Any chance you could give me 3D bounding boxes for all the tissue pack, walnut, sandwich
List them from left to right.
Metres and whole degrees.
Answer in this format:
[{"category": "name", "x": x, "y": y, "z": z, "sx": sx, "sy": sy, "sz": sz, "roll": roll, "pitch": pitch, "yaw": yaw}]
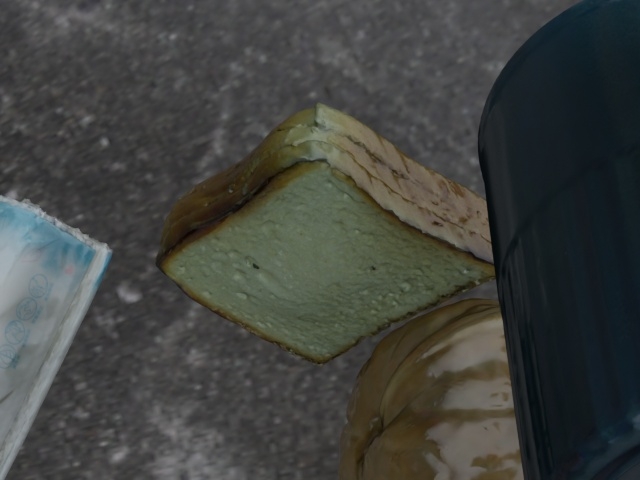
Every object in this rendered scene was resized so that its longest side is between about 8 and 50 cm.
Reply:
[{"category": "tissue pack", "x": -0.320, "y": 0.090, "z": 1.360, "sx": 0.124, "sy": 0.201, "sz": 0.271, "roll": 33, "pitch": 76, "yaw": -42}, {"category": "sandwich", "x": 0.000, "y": 0.000, "z": 1.676, "sx": 0.271, "sy": 0.301, "sz": 0.099, "roll": 34, "pitch": 47, "yaw": -25}, {"category": "walnut", "x": 0.156, "y": 0.191, "z": 1.438, "sx": 0.285, "sy": 0.296, "sz": 0.285, "roll": -5, "pitch": 107, "yaw": -17}]

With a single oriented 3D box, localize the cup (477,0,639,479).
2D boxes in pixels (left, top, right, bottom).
[{"category": "cup", "x": 0.196, "y": 0.055, "z": 0.879, "sx": 0.242, "sy": 0.308, "sz": 0.292, "roll": 28, "pitch": 38, "yaw": -25}]
